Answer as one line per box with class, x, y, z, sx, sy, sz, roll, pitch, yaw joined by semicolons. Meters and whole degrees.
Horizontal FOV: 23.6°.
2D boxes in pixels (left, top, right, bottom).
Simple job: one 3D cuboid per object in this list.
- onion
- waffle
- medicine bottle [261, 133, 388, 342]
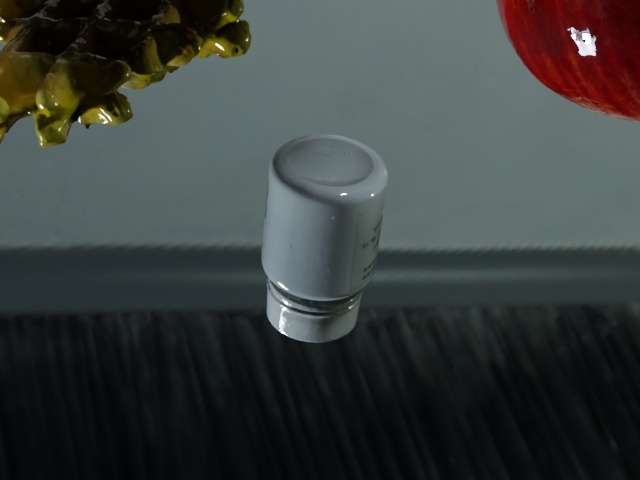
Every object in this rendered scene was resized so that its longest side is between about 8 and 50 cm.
onion;0.327;-0.249;1.309;0.341;0.341;0.341;-11;137;-10
waffle;-0.181;-0.164;1.059;0.259;0.293;0.069;-27;134;-23
medicine bottle;0.000;0.000;1.048;0.080;0.080;0.130;-5;128;-16
